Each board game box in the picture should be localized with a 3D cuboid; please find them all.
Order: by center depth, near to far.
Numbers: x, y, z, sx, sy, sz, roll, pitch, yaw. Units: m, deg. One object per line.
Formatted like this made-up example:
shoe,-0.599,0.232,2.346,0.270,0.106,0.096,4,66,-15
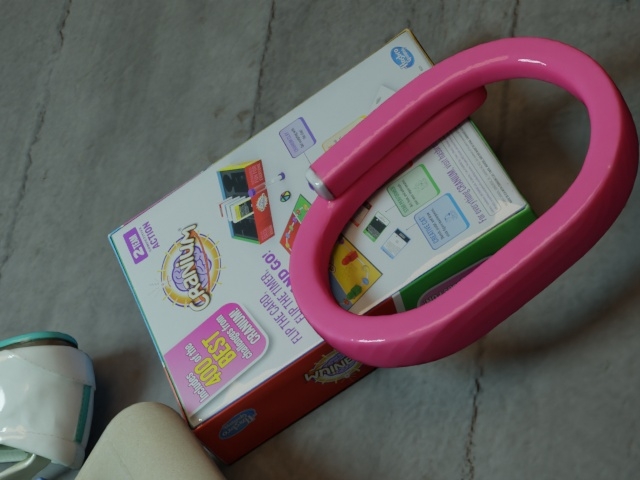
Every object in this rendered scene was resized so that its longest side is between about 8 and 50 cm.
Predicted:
board game box,0.000,0.000,1.462,0.316,0.064,0.242,-34,47,6

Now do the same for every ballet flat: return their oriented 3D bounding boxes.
ballet flat,-0.369,0.188,1.522,0.400,0.139,0.139,-17,51,19

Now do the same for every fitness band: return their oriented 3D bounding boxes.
fitness band,0.101,-0.032,1.342,0.291,0.054,0.209,-40,47,2

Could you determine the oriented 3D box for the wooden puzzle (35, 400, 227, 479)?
wooden puzzle,-0.189,0.297,1.252,0.348,0.080,0.322,-54,27,3
